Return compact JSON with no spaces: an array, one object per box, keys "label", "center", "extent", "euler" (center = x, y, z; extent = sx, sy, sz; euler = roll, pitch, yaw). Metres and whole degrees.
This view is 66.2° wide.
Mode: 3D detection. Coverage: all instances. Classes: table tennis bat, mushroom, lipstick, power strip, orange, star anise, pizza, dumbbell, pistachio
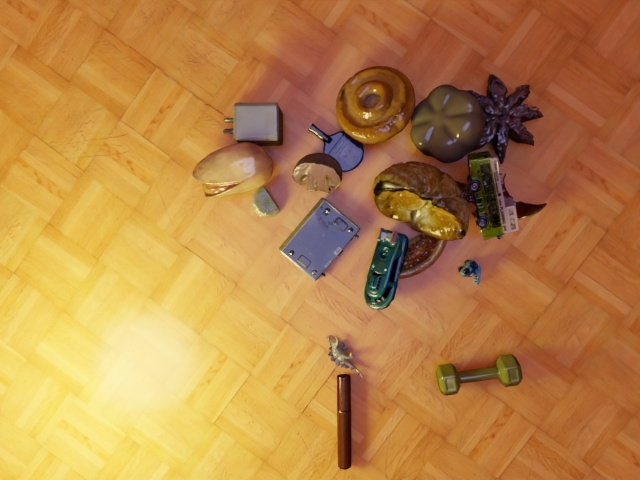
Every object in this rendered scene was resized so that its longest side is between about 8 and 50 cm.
[{"label":"table tennis bat","center":[0.055,-0.361,1.862],"extent":[0.236,0.027,0.150],"euler":[37,94,-1]},{"label":"mushroom","center":[-0.003,-0.263,1.821],"extent":[0.188,0.141,0.117],"euler":[11,62,17]},{"label":"lipstick","center":[0.090,0.693,1.876],"extent":[0.057,0.057,0.356],"euler":[-1,92,3]},{"label":"power strip","center":[-0.257,-0.428,1.818],"extent":[0.224,0.140,0.139],"euler":[0,93,3]},{"label":"orange","center":[0.365,-0.154,1.744],"extent":[0.369,0.271,0.210],"euler":[28,65,0]},{"label":"star anise","center":[0.647,-0.444,1.781],"extent":[0.332,0.117,0.331],"euler":[0,89,8]},{"label":"pizza","center":[0.352,0.060,1.842],"extent":[0.271,0.056,0.134],"euler":[-21,99,3]},{"label":"dumbbell","center":[0.585,0.498,1.817],"extent":[0.302,0.108,0.121],"euler":[-9,91,3]},{"label":"pistachio","center":[-0.316,-0.251,1.804],"extent":[0.299,0.187,0.187],"euler":[-19,91,11]}]

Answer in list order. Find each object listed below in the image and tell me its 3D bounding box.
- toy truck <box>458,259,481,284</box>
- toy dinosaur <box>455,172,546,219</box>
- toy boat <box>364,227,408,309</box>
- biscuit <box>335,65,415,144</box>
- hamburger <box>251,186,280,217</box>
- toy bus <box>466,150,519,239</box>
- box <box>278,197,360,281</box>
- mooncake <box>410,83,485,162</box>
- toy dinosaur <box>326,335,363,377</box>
[{"label":"toy truck","center":[0.569,0.122,1.837],"extent":[0.073,0.056,0.090],"euler":[-44,102,-2]},{"label":"toy dinosaur","center":[0.619,-0.165,1.794],"extent":[0.327,0.113,0.206],"euler":[44,93,3]},{"label":"toy boat","center":[0.221,0.106,1.801],"extent":[0.134,0.092,0.298],"euler":[15,90,41]},{"label":"biscuit","center":[0.194,-0.497,1.773],"extent":[0.296,0.102,0.296],"euler":[-5,74,19]},{"label":"hamburger","center":[-0.217,-0.137,1.870],"extent":[0.084,0.054,0.121],"euler":[-35,97,2]},{"label":"toy bus","center":[0.591,-0.159,1.703],"extent":[0.139,0.113,0.301],"euler":[-13,112,16]},{"label":"box","center":[0.000,0.000,1.865],"extent":[0.211,0.045,0.270],"euler":[42,93,2]},{"label":"mooncake","center":[0.444,-0.414,1.736],"extent":[0.275,0.135,0.274],"euler":[-4,83,36]},{"label":"toy dinosaur","center":[0.088,0.449,1.875],"extent":[0.209,0.039,0.082],"euler":[45,97,12]}]
